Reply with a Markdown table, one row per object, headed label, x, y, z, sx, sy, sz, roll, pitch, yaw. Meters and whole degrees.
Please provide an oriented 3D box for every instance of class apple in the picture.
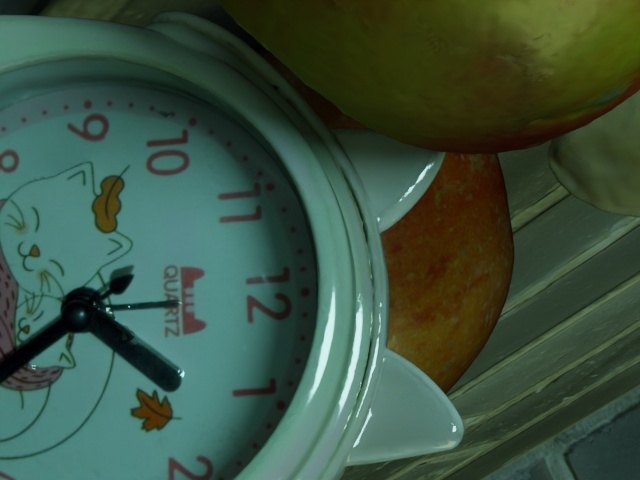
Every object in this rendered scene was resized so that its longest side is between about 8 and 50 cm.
| label | x | y | z | sx | sy | sz | roll | pitch | yaw |
| --- | --- | --- | --- | --- | --- | --- | --- | --- | --- |
| apple | 0.000 | 0.000 | 0.946 | 0.254 | 0.253 | 0.253 | -23 | 163 | -8 |

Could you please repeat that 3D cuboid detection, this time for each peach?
| label | x | y | z | sx | sy | sz | roll | pitch | yaw |
| --- | --- | --- | --- | --- | --- | --- | --- | --- | --- |
| peach | 0.068 | -0.144 | 0.630 | 0.231 | 0.231 | 0.231 | -23 | 163 | -8 |

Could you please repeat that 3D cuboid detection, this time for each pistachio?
| label | x | y | z | sx | sy | sz | roll | pitch | yaw |
| --- | --- | --- | --- | --- | --- | --- | --- | --- | --- |
| pistachio | 0.281 | -0.091 | 1.193 | 0.230 | 0.157 | 0.157 | -22 | 167 | 32 |

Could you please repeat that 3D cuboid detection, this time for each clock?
| label | x | y | z | sx | sy | sz | roll | pitch | yaw |
| --- | --- | --- | --- | --- | --- | --- | --- | --- | --- |
| clock | -0.102 | 0.036 | 0.708 | 0.324 | 0.265 | 0.108 | -3 | 165 | 7 |
